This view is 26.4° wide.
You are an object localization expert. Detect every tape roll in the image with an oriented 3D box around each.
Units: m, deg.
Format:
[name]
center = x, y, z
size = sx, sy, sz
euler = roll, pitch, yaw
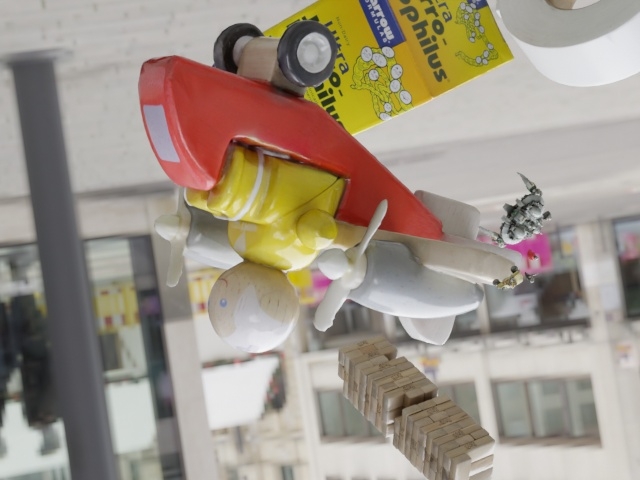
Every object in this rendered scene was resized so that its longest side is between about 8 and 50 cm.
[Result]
[tape roll]
center = 0.401, -0.363, 1.965
size = 0.286, 0.286, 0.100
euler = -10, 145, 33

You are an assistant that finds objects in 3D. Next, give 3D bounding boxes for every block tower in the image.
[block tower]
center = 0.156, 0.286, 2.227
size = 0.097, 0.091, 0.335
euler = -17, -143, -26

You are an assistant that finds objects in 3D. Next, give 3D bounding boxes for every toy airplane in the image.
[toy airplane]
center = 0.000, 0.000, 1.315
size = 0.384, 0.272, 0.386
euler = 30, 165, 12

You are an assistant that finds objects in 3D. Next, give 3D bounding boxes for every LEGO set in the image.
[LEGO set]
center = 0.136, -0.003, 0.907
size = 0.054, 0.083, 0.023
euler = -27, -148, -14

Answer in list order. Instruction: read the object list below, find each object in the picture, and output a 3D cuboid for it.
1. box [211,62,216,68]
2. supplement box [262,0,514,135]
[box]
center = -0.103, -0.130, 1.498
size = 0.072, 0.126, 0.137
euler = 35, -166, 3
[supplement box]
center = 0.065, -0.266, 1.973
size = 0.195, 0.194, 0.356
euler = -30, -174, -40
